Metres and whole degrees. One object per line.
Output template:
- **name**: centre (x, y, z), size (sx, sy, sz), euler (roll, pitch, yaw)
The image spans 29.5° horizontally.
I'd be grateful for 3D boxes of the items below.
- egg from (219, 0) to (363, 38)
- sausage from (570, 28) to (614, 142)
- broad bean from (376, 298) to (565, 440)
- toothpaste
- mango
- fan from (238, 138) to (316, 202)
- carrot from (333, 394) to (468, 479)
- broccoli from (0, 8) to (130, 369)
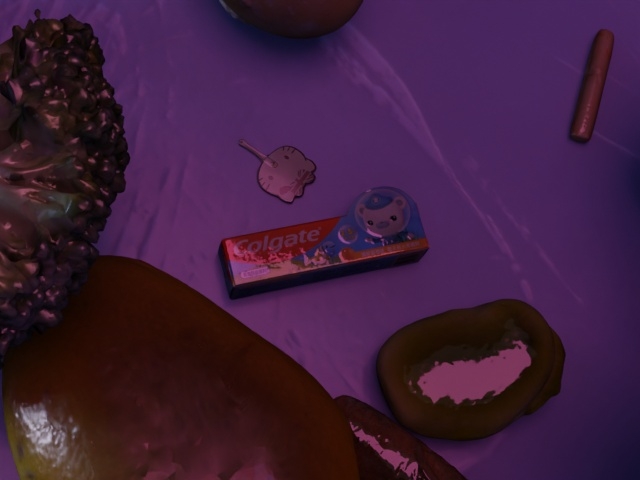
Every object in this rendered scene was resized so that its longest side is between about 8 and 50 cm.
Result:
- **egg**: centre (-0.038, -0.288, 1.175), size (0.164, 0.164, 0.201), euler (-35, 79, -18)
- **sausage**: centre (0.284, -0.164, 1.266), size (0.024, 0.024, 0.132), euler (19, 72, -4)
- **broad bean**: centre (0.142, 0.120, 1.129), size (0.174, 0.082, 0.124), euler (-24, 71, -7)
- **toothpaste**: centre (0.000, 0.000, 1.155), size (0.193, 0.044, 0.070), euler (-11, 74, -13)
- **mango**: centre (-0.120, 0.167, 1.007), size (0.253, 0.182, 0.365), euler (-34, 82, -18)
- **fan**: centre (-0.046, -0.075, 1.190), size (0.083, 0.004, 0.056), euler (37, 70, 3)
- **carrot**: centre (0.135, 0.259, 1.090), size (0.342, 0.070, 0.070), euler (40, 71, 2)
- **broccoli**: centre (-0.297, -0.034, 0.969), size (0.272, 0.324, 0.334), euler (20, 61, -4)
